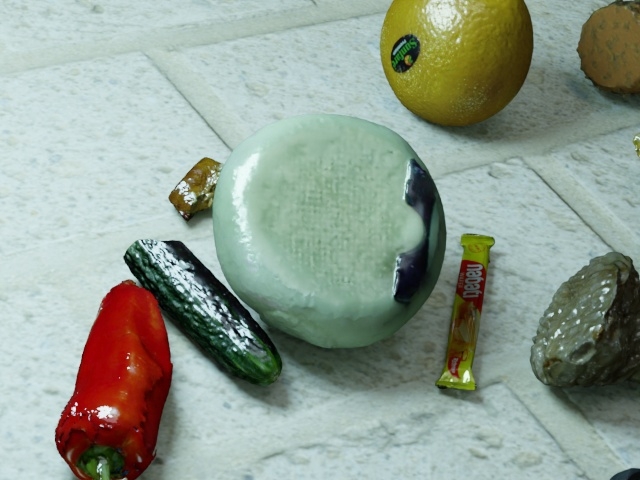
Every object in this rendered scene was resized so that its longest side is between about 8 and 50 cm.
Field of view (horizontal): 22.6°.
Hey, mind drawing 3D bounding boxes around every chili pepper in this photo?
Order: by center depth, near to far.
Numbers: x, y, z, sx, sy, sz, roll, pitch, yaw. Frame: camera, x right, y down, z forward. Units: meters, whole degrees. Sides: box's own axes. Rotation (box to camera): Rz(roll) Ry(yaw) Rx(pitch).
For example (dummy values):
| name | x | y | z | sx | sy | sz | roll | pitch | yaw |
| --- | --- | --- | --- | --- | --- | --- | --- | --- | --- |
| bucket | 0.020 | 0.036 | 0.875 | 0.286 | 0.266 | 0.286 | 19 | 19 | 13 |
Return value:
| name | x | y | z | sx | sy | sz | roll | pitch | yaw |
| --- | --- | --- | --- | --- | --- | --- | --- | --- | --- |
| chili pepper | -0.217 | 0.159 | 1.716 | 0.110 | 0.110 | 0.387 | 12 | 34 | -5 |

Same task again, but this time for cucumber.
| name | x | y | z | sx | sy | sz | roll | pitch | yaw |
| --- | --- | --- | --- | --- | --- | --- | --- | --- | --- |
| cucumber | -0.130 | 0.084 | 1.852 | 0.074 | 0.074 | 0.241 | -25 | 58 | -39 |

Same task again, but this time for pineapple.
| name | x | y | z | sx | sy | sz | roll | pitch | yaw |
| --- | --- | --- | --- | --- | --- | --- | --- | --- | --- |
| pineapple | 0.522 | -0.303 | 2.476 | 0.279 | 0.158 | 0.158 | -12 | 46 | -47 |

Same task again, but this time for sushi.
| name | x | y | z | sx | sy | sz | roll | pitch | yaw |
| --- | --- | --- | --- | --- | --- | --- | --- | --- | --- |
| sushi | -0.147 | -0.065 | 2.038 | 0.060 | 0.061 | 0.118 | 33 | 62 | 7 |

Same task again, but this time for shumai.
| name | x | y | z | sx | sy | sz | roll | pitch | yaw |
| --- | --- | --- | --- | --- | --- | --- | --- | --- | --- |
| shumai | 0.360 | 0.124 | 1.932 | 0.175 | 0.166 | 0.206 | 41 | 42 | -5 |

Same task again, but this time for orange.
| name | x | y | z | sx | sy | sz | roll | pitch | yaw |
| --- | --- | --- | --- | --- | --- | --- | --- | --- | --- |
| orange | 0.192 | -0.275 | 2.259 | 0.236 | 0.236 | 0.236 | 10 | 40 | -8 |

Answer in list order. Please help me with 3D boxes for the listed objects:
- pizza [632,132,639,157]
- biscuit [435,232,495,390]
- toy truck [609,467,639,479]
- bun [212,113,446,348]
| name | x | y | z | sx | sy | sz | roll | pitch | yaw |
| --- | --- | --- | --- | --- | --- | --- | --- | --- | --- |
| pizza | 0.601 | -0.057 | 2.220 | 0.365 | 0.074 | 0.182 | 27 | 14 | 1 |
| biscuit | 0.182 | 0.088 | 1.991 | 0.048 | 0.026 | 0.292 | 1 | 38 | 12 |
| toy truck | 0.369 | 0.319 | 1.711 | 0.224 | 0.147 | 0.165 | -11 | 75 | -31 |
| bun | 0.000 | 0.000 | 1.916 | 0.293 | 0.187 | 0.293 | 7 | 64 | -14 |
